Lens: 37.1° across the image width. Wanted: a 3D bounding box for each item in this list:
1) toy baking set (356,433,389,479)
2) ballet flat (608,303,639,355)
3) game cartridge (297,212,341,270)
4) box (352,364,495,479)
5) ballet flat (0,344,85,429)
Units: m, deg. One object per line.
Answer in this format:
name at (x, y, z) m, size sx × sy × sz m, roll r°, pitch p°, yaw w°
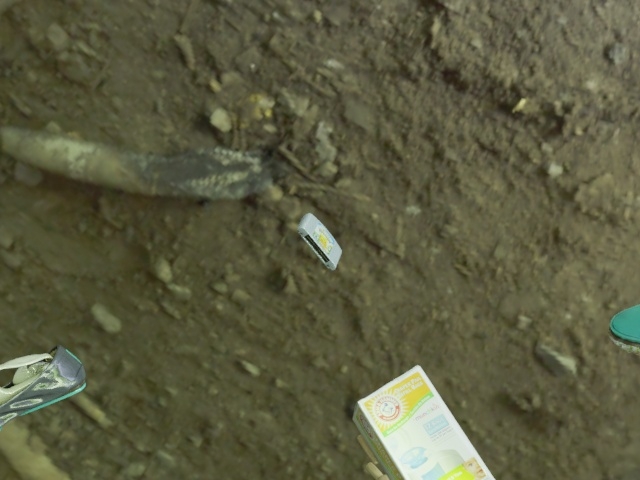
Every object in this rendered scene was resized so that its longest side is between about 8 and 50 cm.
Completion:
toy baking set at (0.136, 0.406, 1.619) m, size 0.256 × 0.030 × 0.197 m, roll 45°, pitch 154°, yaw 35°
ballet flat at (0.437, 0.097, 1.022) m, size 0.241 × 0.091 × 0.077 m, roll -15°, pitch 123°, yaw 25°
game cartridge at (0.000, 0.000, 1.412) m, size 0.017 × 0.056 × 0.083 m, roll -33°, pitch 106°, yaw 23°
box at (0.146, 0.303, 1.385) m, size 0.203 × 0.114 × 0.103 m, roll 57°, pitch 165°, yaw 20°
ballet flat at (-0.366, 0.180, 1.076) m, size 0.074 × 0.203 × 0.074 m, roll 49°, pitch 157°, yaw 29°
